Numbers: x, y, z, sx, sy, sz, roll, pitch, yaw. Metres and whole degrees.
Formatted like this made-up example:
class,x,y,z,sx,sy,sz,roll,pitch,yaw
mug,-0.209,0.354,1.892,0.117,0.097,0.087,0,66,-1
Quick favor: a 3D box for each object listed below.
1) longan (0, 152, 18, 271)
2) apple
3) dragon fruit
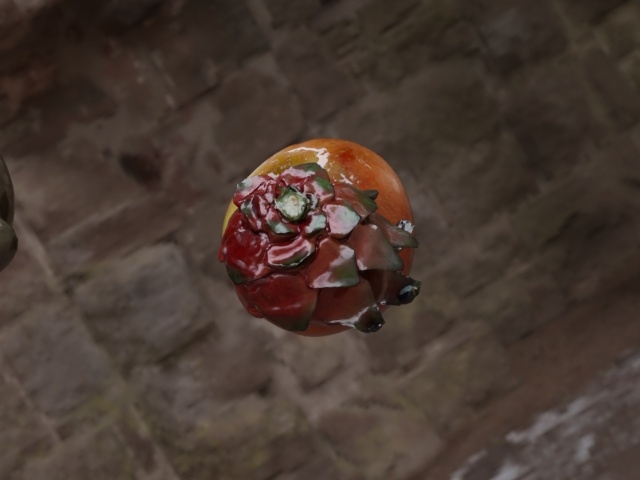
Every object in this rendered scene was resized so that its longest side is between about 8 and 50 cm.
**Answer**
class,x,y,z,sx,sy,sz,roll,pitch,yaw
longan,-0.283,-0.008,1.073,0.204,0.185,0.159,12,2,36
apple,0.000,0.000,1.319,0.163,0.139,0.163,-26,29,16
dragon fruit,-0.004,0.005,1.150,0.130,0.142,0.121,-62,15,-11
